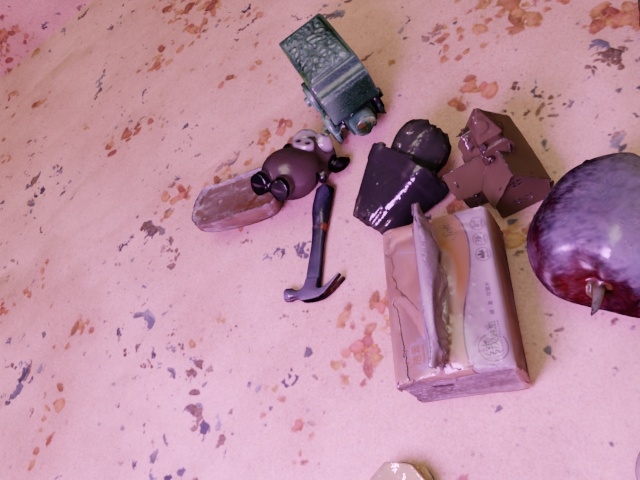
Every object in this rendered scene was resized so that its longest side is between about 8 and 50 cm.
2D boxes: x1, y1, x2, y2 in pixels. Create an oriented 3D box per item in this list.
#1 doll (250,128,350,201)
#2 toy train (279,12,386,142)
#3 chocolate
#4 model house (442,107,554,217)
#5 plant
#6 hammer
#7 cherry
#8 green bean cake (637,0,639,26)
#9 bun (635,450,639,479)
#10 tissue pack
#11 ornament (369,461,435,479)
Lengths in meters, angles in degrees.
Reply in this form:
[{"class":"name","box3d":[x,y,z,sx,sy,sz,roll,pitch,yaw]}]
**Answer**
[{"class":"doll","box3d":[-0.051,-0.173,1.373,0.182,0.117,0.257,20,43,25]},{"class":"toy train","box3d":[0.027,-0.376,1.398,0.167,0.238,0.299,-36,54,6]},{"class":"chocolate","box3d":[-0.194,-0.087,1.478,0.253,0.080,0.157,-14,45,22]},{"class":"model house","box3d":[0.306,-0.165,1.117,0.176,0.248,0.181,-29,53,15]},{"class":"plant","box3d":[0.176,-0.130,1.247,0.164,0.141,0.256,39,100,38]},{"class":"hammer","box3d":[0.000,0.000,1.344,0.137,0.037,0.290,-5,64,29]},{"class":"cherry","box3d":[0.470,-0.001,0.955,0.255,0.218,0.296,8,65,40]},{"class":"green bean cake","box3d":[0.722,-0.508,1.126,0.222,0.125,0.248,1,67,30]},{"class":"bun","box3d":[0.511,0.349,0.832,0.138,0.094,0.138,-2,32,1]},{"class":"tissue pack","box3d":[0.222,0.103,1.044,0.238,0.238,0.306,-15,59,24]},{"class":"ornament","box3d":[0.112,0.486,1.018,0.180,0.059,0.201,-10,63,29]}]
